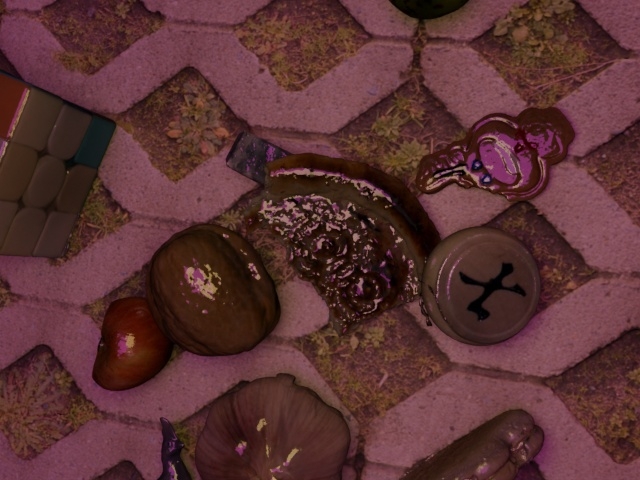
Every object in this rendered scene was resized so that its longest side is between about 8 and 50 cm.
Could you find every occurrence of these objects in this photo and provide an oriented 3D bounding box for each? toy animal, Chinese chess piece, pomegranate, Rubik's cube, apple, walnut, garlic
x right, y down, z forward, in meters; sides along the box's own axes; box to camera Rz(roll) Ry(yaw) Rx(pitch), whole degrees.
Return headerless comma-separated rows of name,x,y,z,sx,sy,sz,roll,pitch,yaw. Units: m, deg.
toy animal,-0.318,0.569,1.528,0.206,0.081,0.367,28,99,8
Chinese chess piece,0.303,0.090,1.395,0.238,0.092,0.238,-1,94,-10
pomegranate,0.237,-0.544,1.455,0.263,0.211,0.211,-11,81,-34
Rubik's cube,-0.699,-0.183,1.525,0.344,0.346,0.347,23,90,12
apple,-0.391,0.215,1.520,0.160,0.173,0.195,10,92,14
walnut,-0.218,0.104,1.466,0.283,0.227,0.283,2,99,11
garlic,-0.098,0.426,1.430,0.322,0.241,0.322,-10,66,23

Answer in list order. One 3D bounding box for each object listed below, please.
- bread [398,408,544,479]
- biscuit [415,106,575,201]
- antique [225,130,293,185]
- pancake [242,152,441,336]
bread,0.271,0.445,1.367,0.337,0.183,0.102,-38,87,7
biscuit,0.346,-0.162,1.466,0.320,0.047,0.183,-8,81,12
antique,-0.102,-0.153,1.532,0.183,0.088,0.086,28,90,12
pancake,0.052,-0.011,1.448,0.305,0.067,0.427,-41,96,4
